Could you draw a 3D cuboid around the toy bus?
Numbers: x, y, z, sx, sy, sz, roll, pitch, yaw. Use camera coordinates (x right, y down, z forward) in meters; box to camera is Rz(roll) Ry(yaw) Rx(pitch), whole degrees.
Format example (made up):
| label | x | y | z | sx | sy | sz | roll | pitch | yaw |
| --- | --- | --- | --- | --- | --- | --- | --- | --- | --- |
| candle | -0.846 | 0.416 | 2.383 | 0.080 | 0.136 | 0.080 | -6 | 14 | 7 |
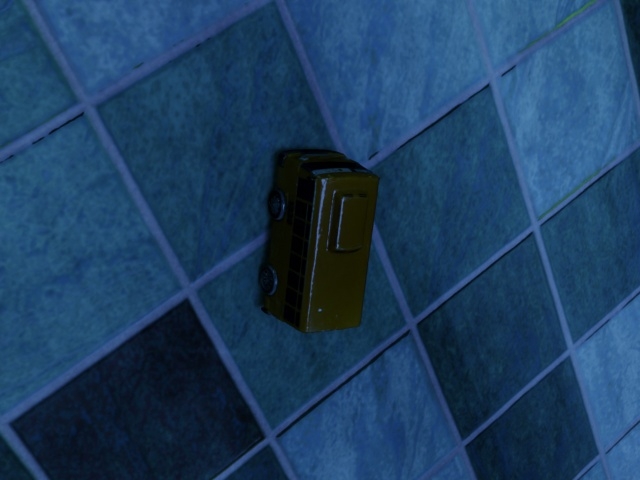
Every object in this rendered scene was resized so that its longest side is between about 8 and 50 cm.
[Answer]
| label | x | y | z | sx | sy | sz | roll | pitch | yaw |
| --- | --- | --- | --- | --- | --- | --- | --- | --- | --- |
| toy bus | 0.000 | 0.000 | 1.094 | 0.098 | 0.114 | 0.201 | -3 | 107 | -35 |
